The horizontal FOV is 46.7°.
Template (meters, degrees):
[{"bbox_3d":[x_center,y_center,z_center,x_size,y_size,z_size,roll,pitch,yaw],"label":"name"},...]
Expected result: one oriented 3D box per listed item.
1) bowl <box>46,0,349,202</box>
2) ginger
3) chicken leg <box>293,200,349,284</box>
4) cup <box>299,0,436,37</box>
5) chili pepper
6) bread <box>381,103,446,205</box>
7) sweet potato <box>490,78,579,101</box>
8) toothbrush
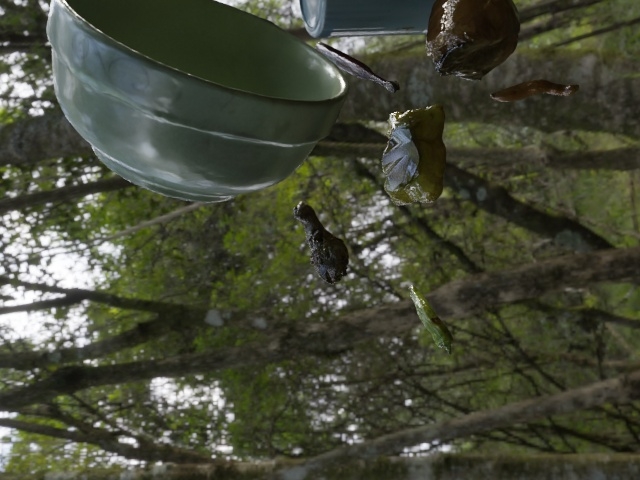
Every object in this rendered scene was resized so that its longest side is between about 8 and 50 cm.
[{"bbox_3d":[-0.138,-0.151,0.782,0.307,0.307,0.163,-25,-37,-60],"label":"bowl"},{"bbox_3d":[0.349,-0.510,1.727,0.269,0.200,0.223,-1,-114,-50],"label":"ginger"},{"bbox_3d":[0.001,0.000,1.641,0.198,0.085,0.069,60,-167,10],"label":"chicken leg"},{"bbox_3d":[0.107,-0.673,1.907,0.257,0.311,0.331,99,157,-47],"label":"cup"},{"bbox_3d":[0.231,0.157,1.601,0.048,0.043,0.208,12,-145,-33],"label":"chili pepper"},{"bbox_3d":[0.211,-0.200,1.722,0.088,0.160,0.233,1,-96,-39],"label":"bread"},{"bbox_3d":[0.446,-0.316,1.551,0.044,0.179,0.044,-5,-90,-77],"label":"sweet potato"},{"bbox_3d":[0.082,-0.420,1.789,0.040,0.364,0.041,-15,-57,-24],"label":"toothbrush"}]
